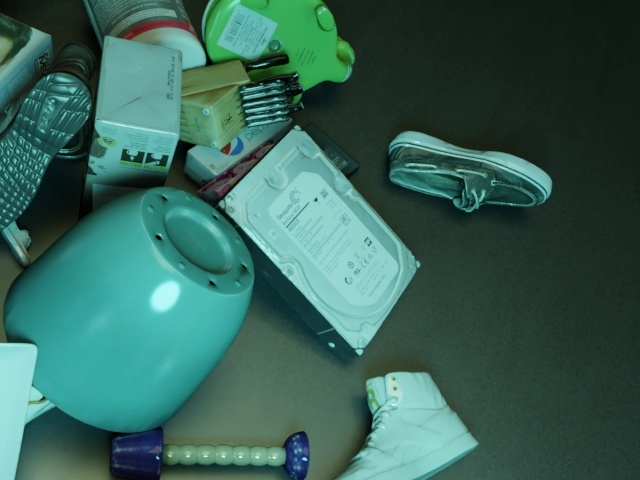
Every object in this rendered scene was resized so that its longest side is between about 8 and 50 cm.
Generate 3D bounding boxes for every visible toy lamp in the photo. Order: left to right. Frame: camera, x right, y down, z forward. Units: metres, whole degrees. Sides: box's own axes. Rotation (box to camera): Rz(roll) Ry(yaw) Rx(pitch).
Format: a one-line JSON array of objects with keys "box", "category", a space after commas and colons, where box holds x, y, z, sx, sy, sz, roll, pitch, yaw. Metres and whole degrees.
[{"box": [-0.154, 0.304, 1.019, 0.274, 0.080, 0.080, 5, 56, -15], "category": "toy lamp"}]

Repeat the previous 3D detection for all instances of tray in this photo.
[{"box": [-0.440, 0.242, 0.873, 0.145, 0.271, 0.030, 8, 13, -32], "category": "tray"}]

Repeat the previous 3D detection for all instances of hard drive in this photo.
[{"box": [0.000, 0.000, 1.216, 0.339, 0.064, 0.237, 48, 53, -10], "category": "hard drive"}, {"box": [0.000, -0.165, 1.417, 0.135, 0.022, 0.094, 43, 55, 10], "category": "hard drive"}]

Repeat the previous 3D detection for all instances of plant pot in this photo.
[{"box": [-0.231, 0.069, 0.974, 0.293, 0.235, 0.293, 36, 27, -22], "category": "plant pot"}]

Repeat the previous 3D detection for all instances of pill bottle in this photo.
[{"box": [-0.348, -0.433, 1.374, 0.176, 0.176, 0.319, -13, 64, -26], "category": "pill bottle"}]

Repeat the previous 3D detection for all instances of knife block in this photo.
[{"box": [-0.176, -0.272, 1.322, 0.275, 0.088, 0.242, 15, 43, 26], "category": "knife block"}]

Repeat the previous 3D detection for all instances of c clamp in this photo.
[{"box": [-0.472, -0.205, 1.278, 0.137, 0.022, 0.161, -5, 58, -24], "category": "c clamp"}]

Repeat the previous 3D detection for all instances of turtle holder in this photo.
[{"box": [-0.075, -0.420, 1.428, 0.320, 0.244, 0.227, -8, 40, -12], "category": "turtle holder"}]

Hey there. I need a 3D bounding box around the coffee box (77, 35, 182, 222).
[{"box": [-0.301, -0.142, 1.124, 0.118, 0.297, 0.168, 7, 55, -19], "category": "coffee box"}]

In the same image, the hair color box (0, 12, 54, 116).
[{"box": [-0.616, -0.221, 1.165, 0.185, 0.114, 0.375, 24, 55, 2], "category": "hair color box"}]

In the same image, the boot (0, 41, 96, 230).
[{"box": [-0.474, -0.156, 1.152, 0.118, 0.338, 0.223, 46, 7, -28], "category": "boot"}]

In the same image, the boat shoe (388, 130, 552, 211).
[{"box": [0.291, -0.112, 1.444, 0.335, 0.121, 0.119, 14, 61, 3], "category": "boat shoe"}]

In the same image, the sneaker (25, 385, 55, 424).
[{"box": [-0.437, 0.220, 0.947, 0.106, 0.123, 0.290, 43, 56, 8], "category": "sneaker"}]

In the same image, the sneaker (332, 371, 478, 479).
[{"box": [0.089, 0.299, 1.100, 0.292, 0.108, 0.169, -13, 61, -37], "category": "sneaker"}]

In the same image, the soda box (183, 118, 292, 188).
[{"box": [-0.151, -0.175, 1.341, 0.074, 0.069, 0.216, 40, 53, 10], "category": "soda box"}]

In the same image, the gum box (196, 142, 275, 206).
[{"box": [-0.112, -0.087, 1.269, 0.188, 0.062, 0.107, -42, 118, -36], "category": "gum box"}]

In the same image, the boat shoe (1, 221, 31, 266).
[{"box": [-0.474, -0.003, 1.135, 0.035, 0.035, 0.100, -26, 63, -29], "category": "boat shoe"}]
